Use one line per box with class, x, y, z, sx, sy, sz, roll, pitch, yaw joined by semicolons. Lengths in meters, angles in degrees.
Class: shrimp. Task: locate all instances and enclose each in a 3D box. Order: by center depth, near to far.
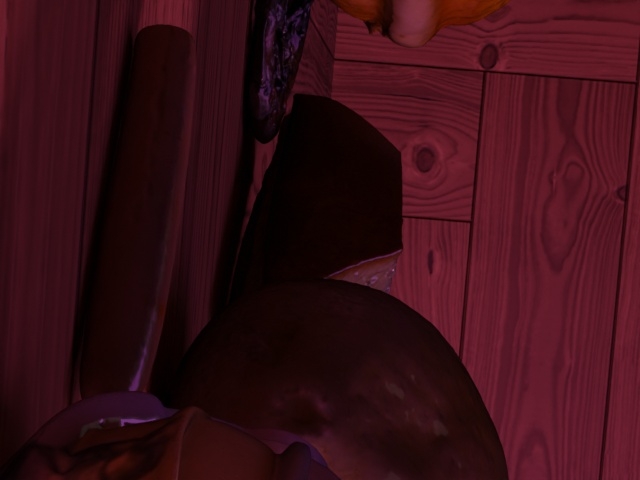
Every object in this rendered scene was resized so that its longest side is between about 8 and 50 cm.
shrimp;-0.022;-0.141;1.013;0.091;0.034;0.161;90;7;-69

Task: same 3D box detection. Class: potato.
potato;0.004;0.110;0.706;0.178;0.160;0.235;55;3;20

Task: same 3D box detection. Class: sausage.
sausage;-0.054;-0.008;0.497;0.024;0.024;0.132;92;3;-61

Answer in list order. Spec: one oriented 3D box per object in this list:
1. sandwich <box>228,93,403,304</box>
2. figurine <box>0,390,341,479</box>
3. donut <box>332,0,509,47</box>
sandwich;0.000;0.000;0.989;0.258;0.096;0.094;-83;-171;-55
figurine;-0.018;0.125;0.388;0.208;0.184;0.128;-44;-164;25
donut;0.080;-0.357;1.199;0.449;0.198;0.449;2;90;-88
